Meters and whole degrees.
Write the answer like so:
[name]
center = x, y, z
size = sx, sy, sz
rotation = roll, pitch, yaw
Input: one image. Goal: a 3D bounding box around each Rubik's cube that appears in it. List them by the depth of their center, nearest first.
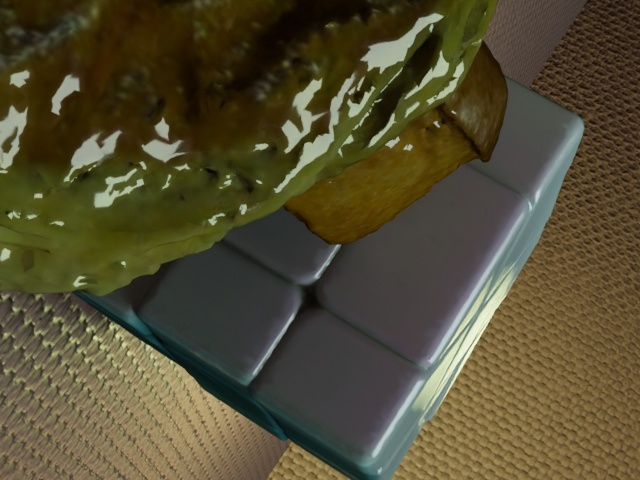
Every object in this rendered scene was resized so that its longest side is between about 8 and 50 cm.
[Rubik's cube]
center = 0.000, 0.000, 0.954
size = 0.318, 0.316, 0.322
rotation = -57, 168, -11

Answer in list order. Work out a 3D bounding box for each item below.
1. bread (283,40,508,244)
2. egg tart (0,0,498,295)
[bread]
center = -0.019, -0.133, 0.681
size = 0.172, 0.312, 0.312
rotation = -45, 169, 8
[egg tart]
center = -0.077, -0.158, 0.439
size = 0.153, 0.340, 0.351
rotation = -175, -101, -65
